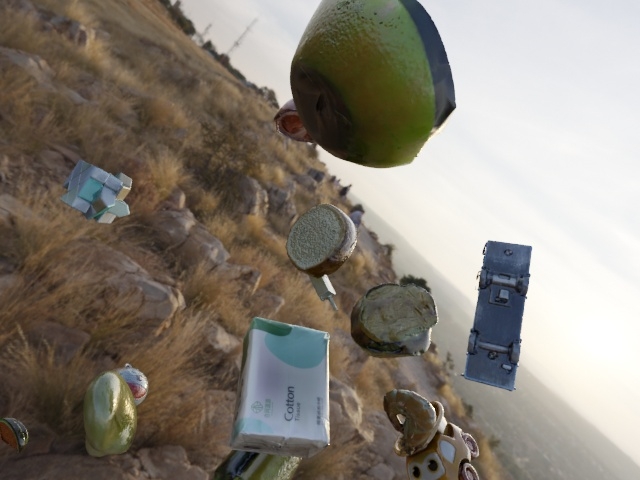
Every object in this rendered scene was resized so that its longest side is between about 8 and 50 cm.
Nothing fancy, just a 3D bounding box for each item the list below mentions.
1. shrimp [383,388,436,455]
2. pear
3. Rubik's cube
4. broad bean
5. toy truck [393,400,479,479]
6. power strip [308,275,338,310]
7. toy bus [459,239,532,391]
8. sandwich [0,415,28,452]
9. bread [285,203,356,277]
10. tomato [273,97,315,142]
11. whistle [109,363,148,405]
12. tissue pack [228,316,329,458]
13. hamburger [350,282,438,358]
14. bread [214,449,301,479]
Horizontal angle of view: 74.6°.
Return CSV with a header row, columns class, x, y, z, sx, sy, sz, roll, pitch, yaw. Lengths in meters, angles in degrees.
class,x,y,z,sx,sy,sz,roll,pitch,yaw
shrimp,0.158,0.340,0.777,0.099,0.180,0.041,16,38,23
pear,0.062,-0.301,0.857,0.398,0.165,0.398,49,-18,22
Rubik's cube,-0.872,-0.186,1.675,0.265,0.224,0.213,23,-10,40
broad bean,-0.555,0.459,1.114,0.121,0.263,0.189,9,37,-10
toy truck,0.384,0.705,1.393,0.211,0.204,0.288,47,30,1
power strip,0.011,0.149,1.328,0.175,0.042,0.075,62,10,24
toy bus,0.371,0.156,0.878,0.106,0.297,0.131,9,-19,23
sandwich,-0.796,0.493,1.083,0.101,0.069,0.026,21,14,17
bread,0.000,0.000,1.282,0.070,0.236,0.236,43,4,-46
tomato,-0.044,-0.420,1.426,0.228,0.112,0.199,14,-18,-29
whistle,-0.759,0.624,1.600,0.189,0.189,0.347,35,32,-36
tissue pack,-0.115,0.436,1.265,0.266,0.193,0.356,15,46,-17
hamburger,0.242,0.269,1.411,0.285,0.134,0.265,2,38,6
bread,-0.201,0.801,1.491,0.209,0.251,0.376,15,32,25
